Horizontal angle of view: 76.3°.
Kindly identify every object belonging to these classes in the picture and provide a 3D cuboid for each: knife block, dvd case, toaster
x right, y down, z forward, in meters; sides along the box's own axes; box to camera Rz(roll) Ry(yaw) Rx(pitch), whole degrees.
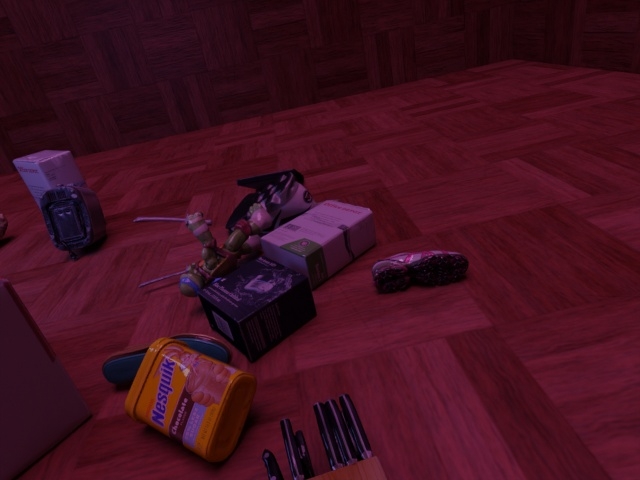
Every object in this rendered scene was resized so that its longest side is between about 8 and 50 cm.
[{"bbox_3d":[0.049,0.285,0.404,0.275,0.088,0.242,6,34,32],"label":"knife block"},{"bbox_3d":[-0.155,-0.198,1.336,0.180,0.022,0.253,-10,4,5],"label":"dvd case"},{"bbox_3d":[-0.756,-0.064,1.268,0.128,0.227,0.146,-14,11,-4],"label":"toaster"}]

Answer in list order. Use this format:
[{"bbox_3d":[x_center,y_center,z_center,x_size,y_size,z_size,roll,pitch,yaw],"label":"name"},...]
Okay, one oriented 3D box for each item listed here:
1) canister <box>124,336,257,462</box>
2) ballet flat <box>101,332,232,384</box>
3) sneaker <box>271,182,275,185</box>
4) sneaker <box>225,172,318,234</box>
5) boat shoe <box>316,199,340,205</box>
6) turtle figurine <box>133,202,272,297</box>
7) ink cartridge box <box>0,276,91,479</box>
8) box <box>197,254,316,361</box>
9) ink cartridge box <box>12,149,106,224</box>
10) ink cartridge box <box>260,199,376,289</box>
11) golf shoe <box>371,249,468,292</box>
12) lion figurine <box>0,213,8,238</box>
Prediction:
[{"bbox_3d":[-0.186,0.224,0.589,0.169,0.073,0.126,10,72,31],"label":"canister"},{"bbox_3d":[-0.261,0.196,0.712,0.231,0.080,0.073,-8,9,5],"label":"ballet flat"},{"bbox_3d":[-0.127,-0.122,1.233,0.087,0.083,0.221,-34,18,-16],"label":"sneaker"},{"bbox_3d":[-0.138,-0.062,1.112,0.330,0.146,0.123,-14,45,48],"label":"sneaker"},{"bbox_3d":[-0.006,-0.089,1.164,0.132,0.042,0.049,-16,8,-5],"label":"boat shoe"},{"bbox_3d":[-0.260,0.002,0.937,0.274,0.198,0.266,13,33,33],"label":"turtle figurine"},{"bbox_3d":[-0.588,0.173,0.663,0.384,0.280,0.160,10,35,36],"label":"ink cartridge box"},{"bbox_3d":[-0.120,0.119,0.774,0.158,0.093,0.155,-31,33,-33],"label":"box"},{"bbox_3d":[-0.895,-0.163,1.405,0.201,0.279,0.117,10,35,35],"label":"ink cartridge box"},{"bbox_3d":[0.000,0.000,0.940,0.219,0.093,0.160,-32,34,-32],"label":"ink cartridge box"},{"bbox_3d":[0.193,0.046,0.806,0.185,0.068,0.086,-8,27,8],"label":"golf shoe"},{"bbox_3d":[-1.183,0.038,1.343,0.240,0.142,0.392,-16,42,-23],"label":"lion figurine"}]
